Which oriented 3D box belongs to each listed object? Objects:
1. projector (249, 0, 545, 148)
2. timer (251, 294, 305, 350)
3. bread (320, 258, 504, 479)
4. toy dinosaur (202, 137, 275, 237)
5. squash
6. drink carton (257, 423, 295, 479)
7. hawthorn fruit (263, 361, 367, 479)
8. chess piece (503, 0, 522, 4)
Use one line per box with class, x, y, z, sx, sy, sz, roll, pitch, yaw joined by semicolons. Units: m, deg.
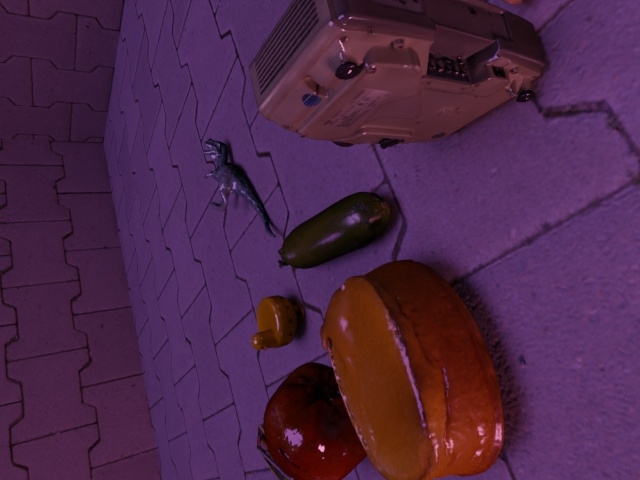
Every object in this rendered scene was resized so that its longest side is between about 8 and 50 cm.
projector;0.073;-0.159;0.455;0.193;0.269;0.088;-26;73;55
timer;-0.099;0.166;0.902;0.107;0.109;0.107;11;103;56
bread;0.111;0.158;0.556;0.195;0.142;0.270;-49;53;50
toy dinosaur;-0.215;-0.096;1.069;0.129;0.076;0.383;-47;60;19
squash;-0.001;-0.001;0.759;0.331;0.087;0.087;-26;73;56
drink carton;-0.079;0.467;0.963;0.165;0.056;0.071;26;119;52
hawthorn fruit;-0.010;0.308;0.731;0.185;0.185;0.202;52;138;39
chess piece;0.211;-0.294;0.423;0.122;0.066;0.066;-55;50;52
